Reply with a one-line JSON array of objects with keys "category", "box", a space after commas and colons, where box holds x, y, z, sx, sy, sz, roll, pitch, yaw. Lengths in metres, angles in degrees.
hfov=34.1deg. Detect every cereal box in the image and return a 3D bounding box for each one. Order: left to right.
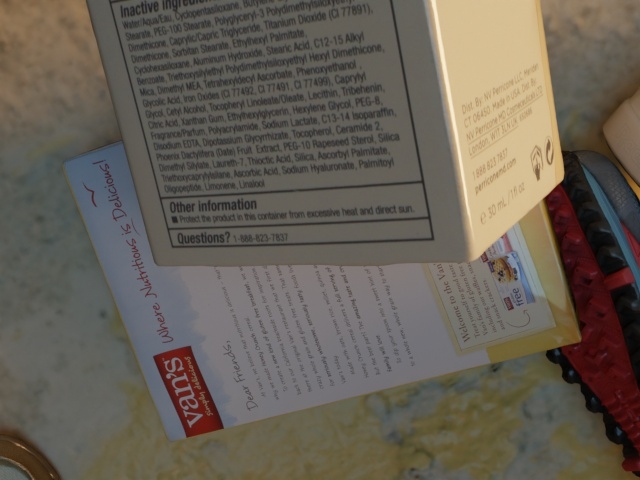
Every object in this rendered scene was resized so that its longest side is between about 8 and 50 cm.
[{"category": "cereal box", "box": [0.000, 0.000, 0.564, 0.240, 0.047, 0.173, -15, 101, 15]}]

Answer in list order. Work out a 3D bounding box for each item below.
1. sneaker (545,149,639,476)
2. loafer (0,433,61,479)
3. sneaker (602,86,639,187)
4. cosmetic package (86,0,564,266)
[{"category": "sneaker", "box": [0.209, 0.055, 0.607, 0.125, 0.104, 0.261, -32, 94, -27]}, {"category": "loafer", "box": [-0.169, 0.182, 0.609, 0.056, 0.050, 0.148, -25, 101, 0]}, {"category": "sneaker", "box": [0.249, -0.009, 0.486, 0.106, 0.290, 0.123, 15, 125, -40]}, {"category": "cosmetic package", "box": [-0.014, -0.150, 0.412, 0.160, 0.113, 0.309, -1, 108, 32]}]
